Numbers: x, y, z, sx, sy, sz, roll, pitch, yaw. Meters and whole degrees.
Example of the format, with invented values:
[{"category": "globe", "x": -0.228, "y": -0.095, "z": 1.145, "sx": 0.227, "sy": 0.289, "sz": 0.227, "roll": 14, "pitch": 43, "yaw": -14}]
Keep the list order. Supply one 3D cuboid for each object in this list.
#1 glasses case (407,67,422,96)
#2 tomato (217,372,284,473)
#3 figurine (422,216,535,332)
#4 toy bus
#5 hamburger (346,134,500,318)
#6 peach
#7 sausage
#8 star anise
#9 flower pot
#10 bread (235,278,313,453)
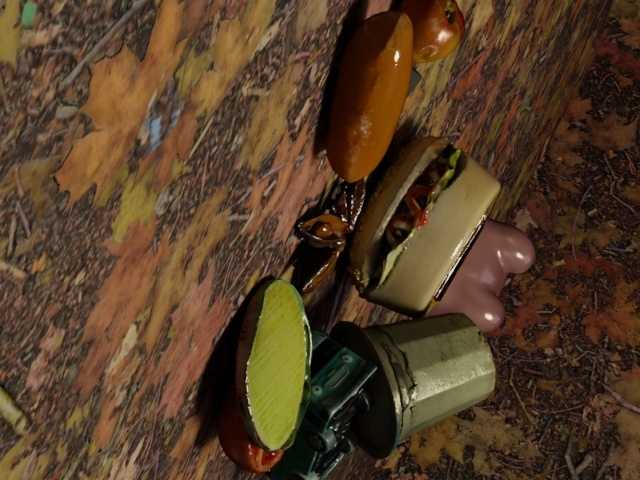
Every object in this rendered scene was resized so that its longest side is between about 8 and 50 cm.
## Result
[{"category": "glasses case", "x": 0.087, "y": -0.209, "z": 1.863, "sx": 0.072, "sy": 0.042, "sz": 0.190, "roll": -59, "pitch": 168, "yaw": 6}, {"category": "tomato", "x": -0.096, "y": 0.230, "z": 1.875, "sx": 0.155, "sy": 0.069, "sz": 0.156, "roll": 1, "pitch": 90, "yaw": -71}, {"category": "figurine", "x": 0.214, "y": 0.032, "z": 2.517, "sx": 0.270, "sy": 0.261, "sz": 0.211, "roll": -62, "pitch": -165, "yaw": -18}, {"category": "toy bus", "x": -0.020, "y": 0.254, "z": 2.069, "sx": 0.128, "sy": 0.147, "sz": 0.256, "roll": -43, "pitch": 160, "yaw": -37}, {"category": "hamburger", "x": 0.155, "y": -0.022, "z": 2.214, "sx": 0.302, "sy": 0.170, "sz": 0.302, "roll": -57, "pitch": 171, "yaw": -14}, {"category": "peach", "x": 0.135, "y": -0.275, "z": 1.830, "sx": 0.101, "sy": 0.100, "sz": 0.101, "roll": -59, "pitch": 166, "yaw": -24}, {"category": "sausage", "x": 0.059, "y": -0.174, "z": 1.711, "sx": 0.098, "sy": 0.098, "sz": 0.238, "roll": -52, "pitch": 164, "yaw": -45}, {"category": "star anise", "x": 0.004, "y": 0.002, "z": 1.902, "sx": 0.212, "sy": 0.053, "sz": 0.157, "roll": -68, "pitch": 168, "yaw": 20}, {"category": "flower pot", "x": 0.139, "y": 0.193, "z": 2.131, "sx": 0.202, "sy": 0.212, "sz": 0.212, "roll": -19, "pitch": 145, "yaw": -24}, {"category": "bread", "x": -0.061, "y": 0.161, "z": 1.823, "sx": 0.228, "sy": 0.033, "sz": 0.228, "roll": 1, "pitch": 90, "yaw": -69}]
